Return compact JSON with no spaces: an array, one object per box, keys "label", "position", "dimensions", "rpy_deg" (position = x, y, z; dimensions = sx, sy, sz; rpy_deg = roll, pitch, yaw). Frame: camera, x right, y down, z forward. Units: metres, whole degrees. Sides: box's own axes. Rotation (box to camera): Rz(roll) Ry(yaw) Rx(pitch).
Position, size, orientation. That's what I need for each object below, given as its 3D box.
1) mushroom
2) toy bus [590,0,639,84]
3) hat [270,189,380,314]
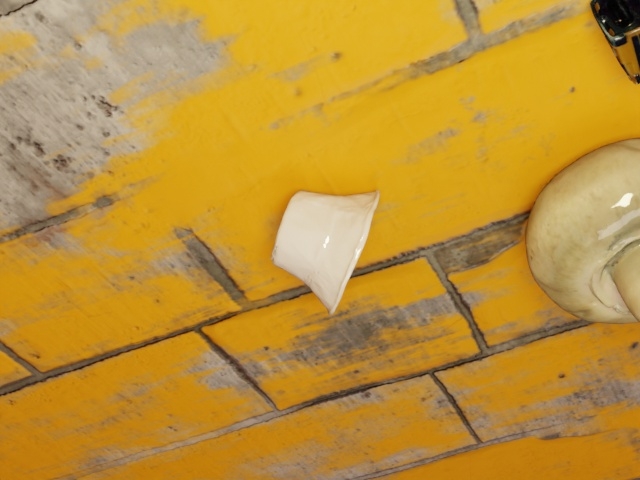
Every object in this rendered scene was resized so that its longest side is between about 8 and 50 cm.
[{"label":"mushroom","position":[0.462,-0.015,1.179],"dimensions":[0.315,0.315,0.356],"rpy_deg":[2,170,-4]},{"label":"toy bus","position":[0.446,-0.279,1.006],"dimensions":[0.201,0.098,0.114],"rpy_deg":[-23,135,17]},{"label":"hat","position":[0.000,0.000,1.238],"dimensions":[0.126,0.203,0.203],"rpy_deg":[20,134,0]}]
